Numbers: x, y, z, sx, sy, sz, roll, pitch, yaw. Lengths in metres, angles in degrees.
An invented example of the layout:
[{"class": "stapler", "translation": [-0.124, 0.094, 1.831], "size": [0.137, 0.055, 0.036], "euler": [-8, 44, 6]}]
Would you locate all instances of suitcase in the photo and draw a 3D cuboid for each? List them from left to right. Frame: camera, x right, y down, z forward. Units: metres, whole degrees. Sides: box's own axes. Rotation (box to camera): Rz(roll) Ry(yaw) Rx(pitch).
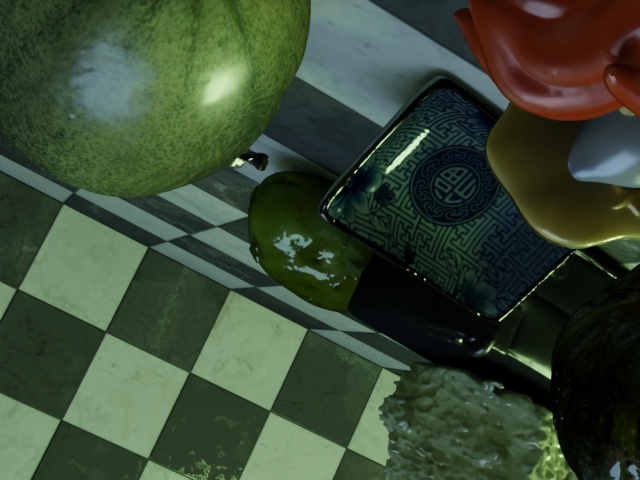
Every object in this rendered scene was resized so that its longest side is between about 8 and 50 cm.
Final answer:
[{"class": "suitcase", "translation": [0.238, 0.105, 1.292], "size": [0.345, 0.188, 0.339], "euler": [29, 166, -26]}]

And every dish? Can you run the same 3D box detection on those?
[{"class": "dish", "translation": [0.138, -0.048, 1.018], "size": [0.243, 0.182, 0.080], "euler": [32, -155, -24]}]

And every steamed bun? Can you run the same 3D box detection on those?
[{"class": "steamed bun", "translation": [0.195, 0.319, 1.294], "size": [0.273, 0.272, 0.290], "euler": [30, 175, -29]}]

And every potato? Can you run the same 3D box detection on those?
[{"class": "potato", "translation": [0.000, 0.000, 1.439], "size": [0.186, 0.148, 0.253], "euler": [1, 150, 25]}]

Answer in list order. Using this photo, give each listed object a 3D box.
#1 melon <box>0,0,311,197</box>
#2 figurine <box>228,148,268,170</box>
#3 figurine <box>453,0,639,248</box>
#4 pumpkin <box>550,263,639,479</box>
[{"class": "melon", "translation": [-0.134, -0.158, 0.770], "size": [0.248, 0.248, 0.329], "euler": [28, 161, -13]}, {"class": "figurine", "translation": [-0.163, -0.140, 1.049], "size": [0.265, 0.197, 0.175], "euler": [-5, 153, 28]}, {"class": "figurine", "translation": [0.168, -0.106, 0.552], "size": [0.257, 0.181, 0.208], "euler": [87, 162, -74]}, {"class": "pumpkin", "translation": [0.355, 0.123, 0.884], "size": [0.320, 0.320, 0.192], "euler": [15, 132, 41]}]
